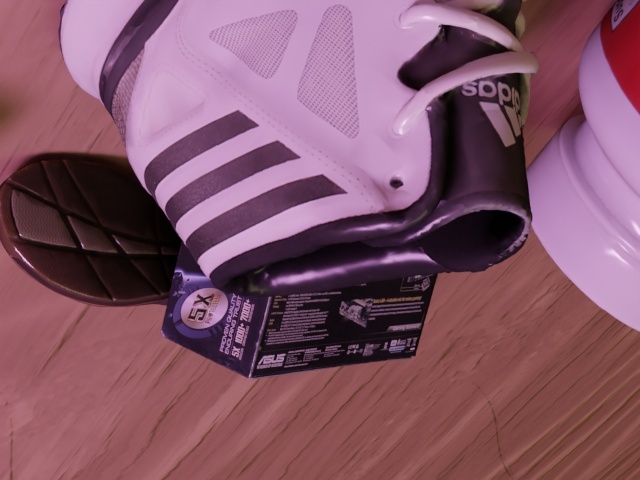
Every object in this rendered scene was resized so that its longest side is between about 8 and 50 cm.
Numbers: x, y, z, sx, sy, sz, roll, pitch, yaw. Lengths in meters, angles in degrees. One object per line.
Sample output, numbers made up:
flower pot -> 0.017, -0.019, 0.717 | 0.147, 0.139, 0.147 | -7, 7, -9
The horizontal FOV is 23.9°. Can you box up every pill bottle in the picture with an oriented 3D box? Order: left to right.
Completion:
pill bottle -> 0.317, -0.127, 0.972 | 0.229, 0.229, 0.407 | 0, 139, -44

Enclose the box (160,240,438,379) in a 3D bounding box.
box -> 0.000, 0.000, 0.949 | 0.180, 0.077, 0.147 | -2, 110, -53

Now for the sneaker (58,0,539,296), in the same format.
sneaker -> 0.083, -0.140, 0.700 | 0.447, 0.257, 0.169 | -45, 149, 23

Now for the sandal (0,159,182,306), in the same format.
sandal -> -0.118, 0.002, 0.944 | 0.060, 0.090, 0.219 | -23, 167, 34
